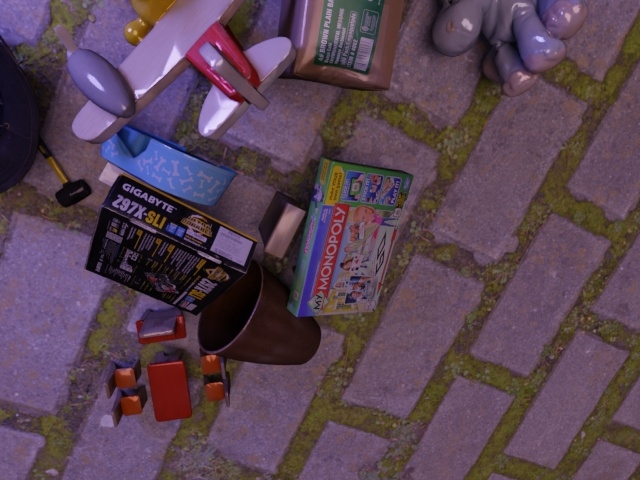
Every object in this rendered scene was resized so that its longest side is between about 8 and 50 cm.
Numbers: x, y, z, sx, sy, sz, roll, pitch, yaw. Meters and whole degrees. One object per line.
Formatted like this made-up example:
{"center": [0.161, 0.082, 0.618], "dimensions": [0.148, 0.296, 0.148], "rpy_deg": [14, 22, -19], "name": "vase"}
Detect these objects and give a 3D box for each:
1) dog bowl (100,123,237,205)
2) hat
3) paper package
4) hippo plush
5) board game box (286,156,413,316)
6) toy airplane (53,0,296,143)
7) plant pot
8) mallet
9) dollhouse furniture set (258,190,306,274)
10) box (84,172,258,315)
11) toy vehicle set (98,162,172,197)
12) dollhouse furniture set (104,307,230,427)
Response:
{"center": [-0.287, -0.144, 0.869], "dimensions": [0.165, 0.297, 0.074], "rpy_deg": [14, 102, -58], "name": "dog bowl"}
{"center": [-0.610, -0.253, 0.838], "dimensions": [0.330, 0.134, 0.332], "rpy_deg": [3, 115, 6], "name": "hat"}
{"center": [0.029, -0.441, 0.829], "dimensions": [0.167, 0.309, 0.325], "rpy_deg": [6, 107, -13], "name": "paper package"}
{"center": [0.355, -0.456, 0.934], "dimensions": [0.236, 0.234, 0.295], "rpy_deg": [13, 104, -16], "name": "hippo plush"}
{"center": [0.061, 0.001, 0.980], "dimensions": [0.213, 0.046, 0.318], "rpy_deg": [2, 109, -36], "name": "board game box"}
{"center": [-0.219, -0.345, 0.731], "dimensions": [0.272, 0.383, 0.387], "rpy_deg": [38, 58, -50], "name": "toy airplane"}
{"center": [-0.115, 0.188, 1.057], "dimensions": [0.230, 0.215, 0.215], "rpy_deg": [35, 97, -33], "name": "plant pot"}
{"center": [-0.525, -0.162, 0.941], "dimensions": [0.062, 0.039, 0.190], "rpy_deg": [-22, 106, -4], "name": "mallet"}
{"center": [0.000, 0.000, 1.031], "dimensions": [0.241, 0.161, 0.212], "rpy_deg": [24, 100, -18], "name": "dollhouse furniture set"}
{"center": [-0.300, 0.029, 0.912], "dimensions": [0.257, 0.322, 0.080], "rpy_deg": [26, 58, -18], "name": "box"}
{"center": [-0.297, -0.064, 0.945], "dimensions": [0.266, 0.166, 0.035], "rpy_deg": [30, 84, -19], "name": "toy vehicle set"}
{"center": [-0.342, 0.289, 1.058], "dimensions": [0.261, 0.135, 0.260], "rpy_deg": [-6, 107, -10], "name": "dollhouse furniture set"}
